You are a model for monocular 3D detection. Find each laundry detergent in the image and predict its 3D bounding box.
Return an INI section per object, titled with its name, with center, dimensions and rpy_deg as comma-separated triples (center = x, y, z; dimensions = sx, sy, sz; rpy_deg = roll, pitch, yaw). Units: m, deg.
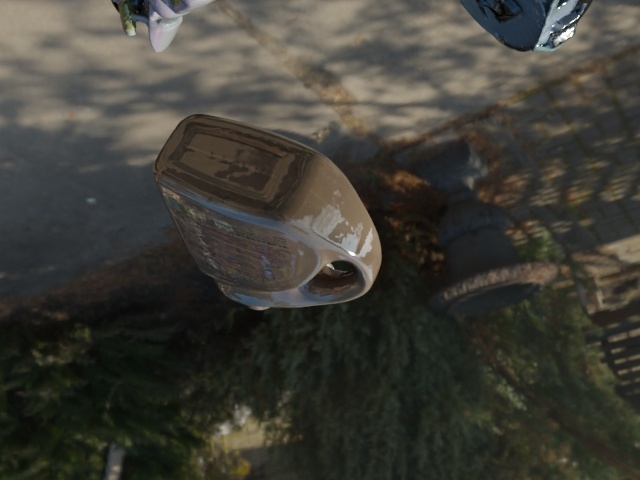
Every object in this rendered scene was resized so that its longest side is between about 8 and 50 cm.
[laundry detergent]
center = -0.032, 0.007, 0.671
dimensions = 0.171, 0.076, 0.237
rpy_deg = 20, 155, 16

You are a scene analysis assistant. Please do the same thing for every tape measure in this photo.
[tape measure]
center = 0.103, -0.142, 0.425
dimensions = 0.054, 0.091, 0.094
rpy_deg = -41, 179, -5

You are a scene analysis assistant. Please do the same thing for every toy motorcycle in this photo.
[toy motorcycle]
center = -0.141, -0.271, 0.786
dimensions = 0.073, 0.152, 0.225
rpy_deg = -32, 165, -38

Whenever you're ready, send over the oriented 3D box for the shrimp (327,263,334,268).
[shrimp]
center = 0.002, -0.001, 0.805
dimensions = 0.029, 0.038, 0.092
rpy_deg = 3, 138, 30
